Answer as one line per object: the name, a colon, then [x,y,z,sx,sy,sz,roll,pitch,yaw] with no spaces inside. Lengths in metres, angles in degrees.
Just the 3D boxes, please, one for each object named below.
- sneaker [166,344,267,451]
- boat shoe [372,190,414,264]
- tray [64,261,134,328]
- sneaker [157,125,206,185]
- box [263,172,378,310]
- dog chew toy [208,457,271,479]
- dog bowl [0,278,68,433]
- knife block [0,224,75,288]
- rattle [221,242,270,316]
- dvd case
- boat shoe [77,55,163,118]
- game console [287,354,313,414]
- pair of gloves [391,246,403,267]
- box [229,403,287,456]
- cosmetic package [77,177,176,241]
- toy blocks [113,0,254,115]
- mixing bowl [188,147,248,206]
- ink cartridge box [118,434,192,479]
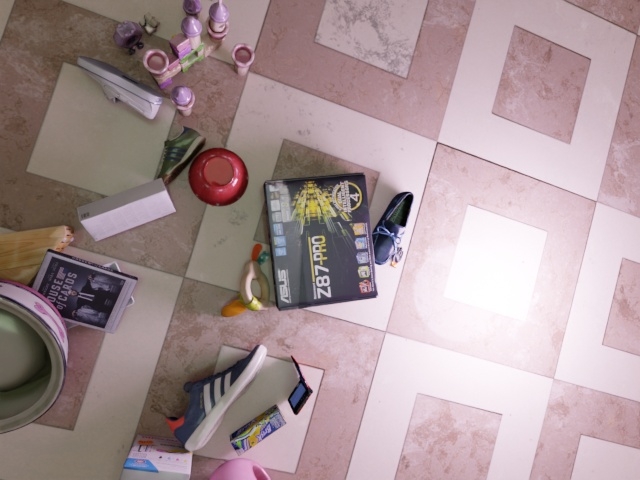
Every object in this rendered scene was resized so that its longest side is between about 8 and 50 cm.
sneaker: [-0.306,0.425,1.374,0.148,0.131,0.350,35,70,13]
boat shoe: [0.224,-0.047,1.508,0.108,0.089,0.259,19,82,-7]
tray: [-0.682,0.162,1.322,0.270,0.030,0.145,-20,112,-12]
sneaker: [-0.431,-0.255,1.388,0.086,0.064,0.192,39,81,-1]
box: [0.000,0.000,1.459,0.318,0.097,0.395,-5,91,-10]
dog chew toy: [-0.291,0.782,1.335,0.331,0.206,0.207,-40,97,-2]
dog bowl: [-0.841,0.278,1.186,0.407,0.150,0.408,-4,110,-10]
knife block: [-0.852,0.015,1.270,0.242,0.088,0.276,36,82,-11]
rattle: [-0.229,0.123,1.439,0.130,0.142,0.200,5,70,-44]
dvd case: [-0.653,0.144,1.291,0.238,0.029,0.179,23,100,-26]
boat shoe: [-0.580,-0.433,1.340,0.258,0.095,0.084,30,111,1]
game console: [-0.080,0.430,1.408,0.085,0.144,0.124,36,82,-9]
pair of gloves: [0.232,0.045,1.553,0.083,0.010,0.074,23,84,-12]
box: [-0.189,0.572,1.424,0.168,0.059,0.054,-31,94,-11]
cosmetic package: [-0.544,-0.088,1.332,0.238,0.099,0.060,-22,56,-13]
toy blocks: [-0.379,-0.556,1.300,0.288,0.260,0.309,-40,97,-10]
mixing bowl: [-0.301,-0.196,1.394,0.181,0.098,0.182,0,88,-13]
ink cartridge box: [-0.449,0.656,1.276,0.171,0.232,0.168,13,84,-12]
